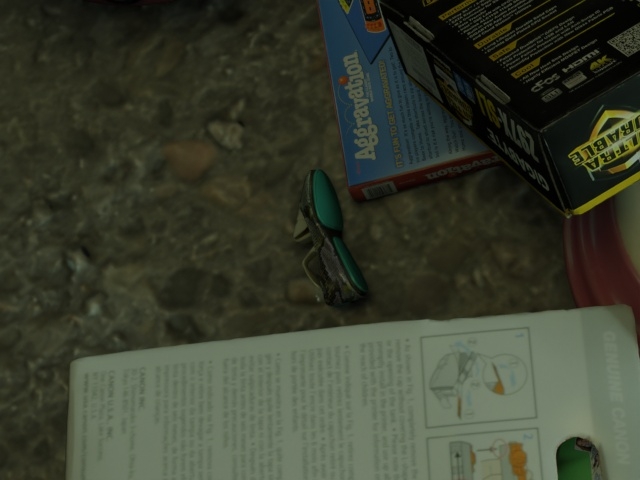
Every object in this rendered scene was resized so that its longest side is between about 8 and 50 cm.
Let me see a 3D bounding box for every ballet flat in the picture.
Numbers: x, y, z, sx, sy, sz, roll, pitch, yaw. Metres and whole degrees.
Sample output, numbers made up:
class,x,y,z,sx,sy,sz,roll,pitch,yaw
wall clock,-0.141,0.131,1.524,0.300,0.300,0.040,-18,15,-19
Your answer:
class,x,y,z,sx,sy,sz,roll,pitch,yaw
ballet flat,0.000,0.000,1.287,0.041,0.041,0.114,-22,59,6

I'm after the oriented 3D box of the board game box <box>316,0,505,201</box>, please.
class,x,y,z,sx,sy,sz,roll,pitch,yaw
board game box,0.072,-0.171,1.354,0.145,0.027,0.281,-13,61,10

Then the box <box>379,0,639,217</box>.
class,x,y,z,sx,sy,sz,roll,pitch,yaw
box,0.234,-0.172,1.198,0.322,0.079,0.257,-31,32,-7

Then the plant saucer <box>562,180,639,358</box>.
class,x,y,z,sx,sy,sz,roll,pitch,yaw
plant saucer,0.323,-0.023,1.167,0.332,0.084,0.332,-7,63,14

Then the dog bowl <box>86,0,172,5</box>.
class,x,y,z,sx,sy,sz,roll,pitch,yaw
dog bowl,-0.139,-0.368,1.435,0.408,0.150,0.408,-10,59,17

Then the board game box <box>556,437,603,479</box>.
class,x,y,z,sx,sy,sz,roll,pitch,yaw
board game box,0.226,0.274,1.071,0.214,0.046,0.317,5,66,21

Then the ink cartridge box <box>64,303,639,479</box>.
class,x,y,z,sx,sy,sz,roll,pitch,yaw
ink cartridge box,0.025,0.210,1.135,0.385,0.091,0.308,-6,62,8
